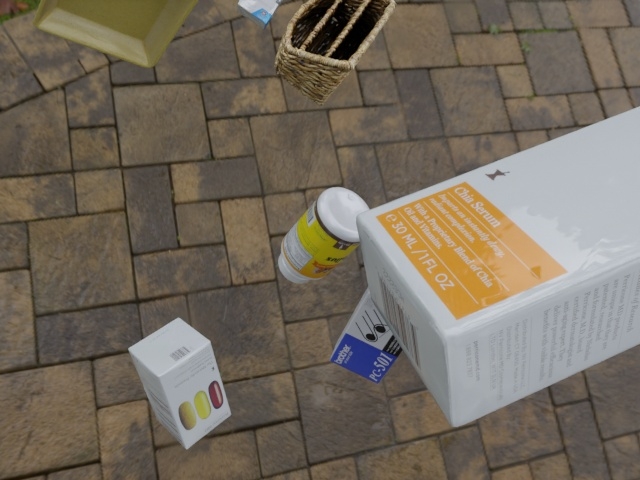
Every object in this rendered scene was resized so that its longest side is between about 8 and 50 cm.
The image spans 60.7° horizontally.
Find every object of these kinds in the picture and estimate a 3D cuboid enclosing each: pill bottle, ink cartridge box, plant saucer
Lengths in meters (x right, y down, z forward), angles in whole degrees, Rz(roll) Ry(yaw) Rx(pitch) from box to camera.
[{"bbox_3d":[0.000,0.000,1.066,0.117,0.215,0.117,18,51,-23],"label":"pill bottle"},{"bbox_3d":[-0.078,-0.355,0.787,0.048,0.028,0.083,32,86,-11],"label":"ink cartridge box"},{"bbox_3d":[-0.543,-0.634,1.450,0.333,0.333,0.081,12,61,-36],"label":"plant saucer"},{"bbox_3d":[0.093,0.152,0.903,0.097,0.207,0.046,25,45,2],"label":"ink cartridge box"}]

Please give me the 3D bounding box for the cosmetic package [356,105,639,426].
[{"bbox_3d":[0.298,0.007,0.658,0.453,0.161,0.230,-21,39,-9],"label":"cosmetic package"}]

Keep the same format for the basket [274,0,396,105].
[{"bbox_3d":[0.027,-0.565,1.483,0.213,0.223,0.299,37,66,-10],"label":"basket"}]

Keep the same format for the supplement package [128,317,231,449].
[{"bbox_3d":[-0.317,0.329,1.259,0.139,0.244,0.134,-33,41,-33],"label":"supplement package"}]
